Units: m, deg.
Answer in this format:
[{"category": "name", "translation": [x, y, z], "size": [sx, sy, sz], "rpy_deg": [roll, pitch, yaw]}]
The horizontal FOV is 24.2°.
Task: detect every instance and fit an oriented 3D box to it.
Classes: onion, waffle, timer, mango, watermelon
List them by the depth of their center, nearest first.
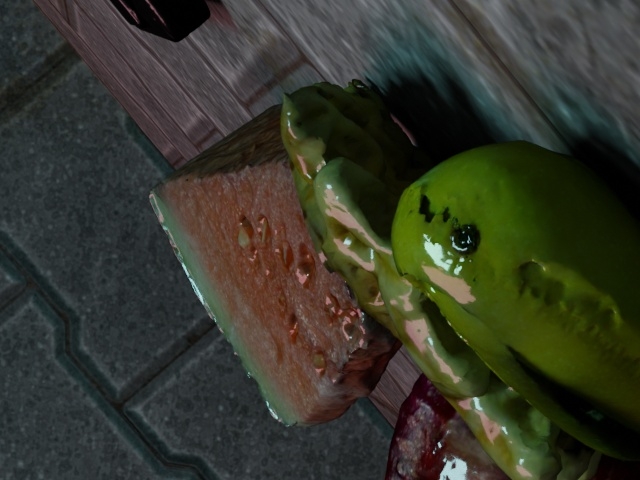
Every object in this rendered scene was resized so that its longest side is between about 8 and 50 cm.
[{"category": "mango", "translation": [0.090, 0.021, 0.528], "size": [0.165, 0.074, 0.091], "rpy_deg": [37, -169, -41]}, {"category": "waffle", "translation": [0.054, 0.020, 0.657], "size": [0.204, 0.054, 0.223], "rpy_deg": [51, -169, 1]}, {"category": "onion", "translation": [0.113, 0.139, 0.871], "size": [0.195, 0.140, 0.218], "rpy_deg": [44, 179, -16]}, {"category": "watermelon", "translation": [0.000, 0.000, 0.900], "size": [0.193, 0.140, 0.256], "rpy_deg": [54, 165, 1]}, {"category": "timer", "translation": [-0.152, -0.208, 0.947], "size": [0.187, 0.055, 0.144], "rpy_deg": [52, 174, -20]}]
